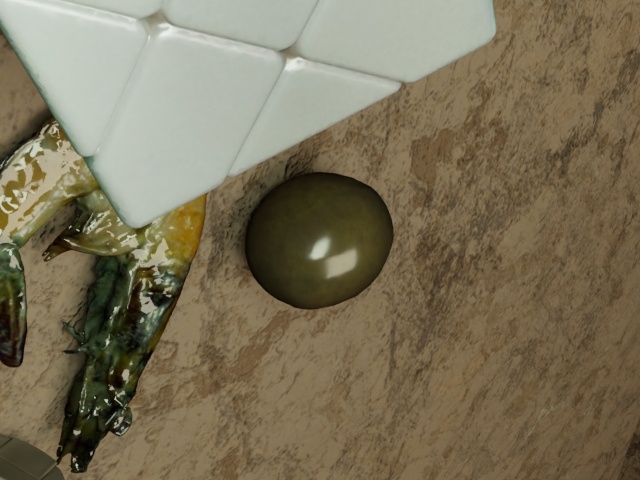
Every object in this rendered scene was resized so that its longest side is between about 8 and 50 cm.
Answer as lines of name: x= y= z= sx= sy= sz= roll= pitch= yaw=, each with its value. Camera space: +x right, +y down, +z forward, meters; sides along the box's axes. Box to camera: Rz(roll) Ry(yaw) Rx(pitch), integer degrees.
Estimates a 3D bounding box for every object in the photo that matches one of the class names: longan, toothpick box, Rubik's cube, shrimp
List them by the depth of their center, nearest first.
Rubik's cube: x=-0.101 y=-0.264 z=0.741 sx=0.319 sy=0.316 sz=0.322 roll=-28 pitch=140 yaw=-5
shrimp: x=-0.245 y=0.059 z=1.100 sx=0.272 sy=0.085 sz=0.445 roll=-8 pitch=120 yaw=-45
toothpick box: x=-0.361 y=0.310 z=1.132 sx=0.111 sy=0.111 sz=0.180 roll=22 pitch=100 yaw=-56
longan: x=0.000 y=0.000 z=1.286 sx=0.189 sy=0.189 sz=0.189 roll=-31 pitch=139 yaw=-33
